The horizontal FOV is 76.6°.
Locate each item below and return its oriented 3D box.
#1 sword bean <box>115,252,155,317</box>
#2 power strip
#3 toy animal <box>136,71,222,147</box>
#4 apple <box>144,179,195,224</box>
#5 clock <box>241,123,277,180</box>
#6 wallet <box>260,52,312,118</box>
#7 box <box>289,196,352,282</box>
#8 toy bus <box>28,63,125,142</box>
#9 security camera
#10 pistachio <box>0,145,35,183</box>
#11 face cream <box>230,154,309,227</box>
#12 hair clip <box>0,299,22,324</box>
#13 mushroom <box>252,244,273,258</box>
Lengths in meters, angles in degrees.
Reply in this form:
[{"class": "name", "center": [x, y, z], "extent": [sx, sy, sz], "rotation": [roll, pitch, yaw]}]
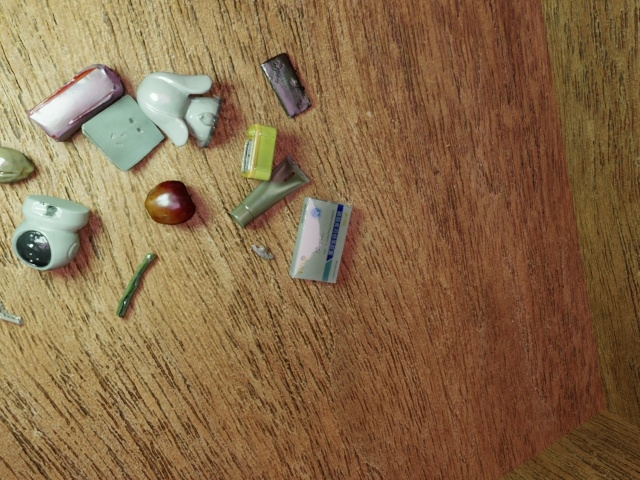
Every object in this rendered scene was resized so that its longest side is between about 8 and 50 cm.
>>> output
[{"class": "sword bean", "center": [-0.696, 0.165, 1.521], "extent": [0.043, 0.038, 0.269], "rotation": [28, 87, -16]}, {"class": "power strip", "center": [-0.686, -0.370, 1.417], "extent": [0.213, 0.065, 0.198], "rotation": [-48, 124, -22]}, {"class": "toy animal", "center": [-0.484, -0.454, 1.424], "extent": [0.290, 0.174, 0.248], "rotation": [-4, 99, -20]}, {"class": "apple", "center": [-0.547, -0.132, 1.472], "extent": [0.158, 0.147, 0.155], "rotation": [-25, 127, -13]}, {"class": "clock", "center": [-0.237, -0.333, 1.547], "extent": [0.096, 0.143, 0.202], "rotation": [5, 96, -28]}, {"class": "wallet", "center": [-0.131, -0.612, 1.600], "extent": [0.122, 0.031, 0.232], "rotation": [-33, 107, -10]}, {"class": "box", "center": [0.000, 0.000, 1.725], "extent": [0.200, 0.065, 0.342], "rotation": [10, 95, -20]}, {"class": "toy bus", "center": [-0.793, -0.456, 1.335], "extent": [0.303, 0.147, 0.127], "rotation": [-42, 115, -8]}, {"class": "security camera", "center": [-0.897, -0.018, 1.346], "extent": [0.195, 0.194, 0.236], "rotation": [19, 97, -21]}, {"class": "pistachio", "center": [-1.029, -0.248, 1.300], "extent": [0.185, 0.124, 0.124], "rotation": [19, 92, -15]}, {"class": "face cream", "center": [-0.207, -0.188, 1.622], "extent": [0.341, 0.084, 0.137], "rotation": [-43, 100, -16]}, {"class": "hair clip", "center": [-1.121, 0.216, 1.380], "extent": [0.072, 0.034, 0.225], "rotation": [-35, 110, -8]}, {"class": "mushroom", "center": [-0.238, 0.048, 1.673], "extent": [0.101, 0.019, 0.049], "rotation": [29, 88, -22]}]
